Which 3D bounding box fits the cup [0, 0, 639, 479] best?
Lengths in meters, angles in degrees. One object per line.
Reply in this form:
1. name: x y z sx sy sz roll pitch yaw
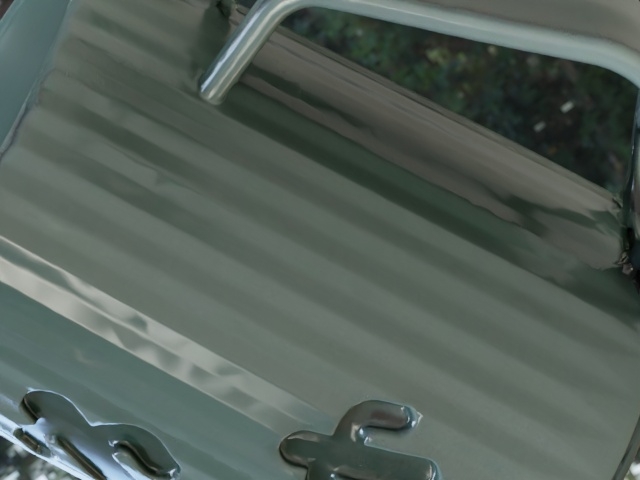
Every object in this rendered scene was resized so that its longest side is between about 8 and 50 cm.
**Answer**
1. cup: -0.008 -0.005 0.871 0.392 0.401 0.310 30 -175 -22
